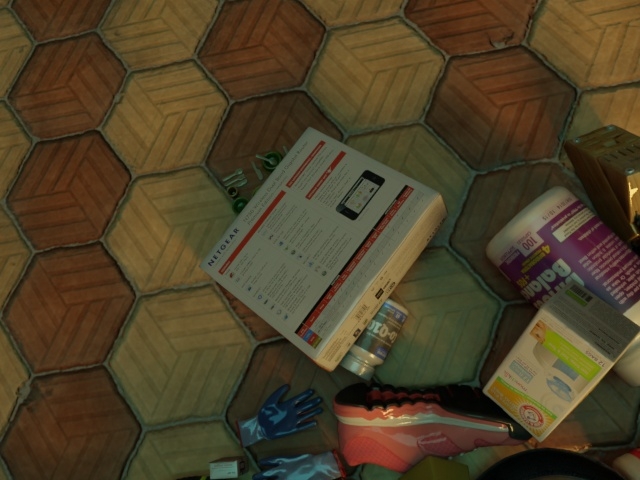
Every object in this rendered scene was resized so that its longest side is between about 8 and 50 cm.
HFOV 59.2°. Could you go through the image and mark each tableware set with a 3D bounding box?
[{"bbox_3d":[-0.114,-0.117,1.102,0.154,0.024,0.104,-27,73,1],"label":"tableware set"}]

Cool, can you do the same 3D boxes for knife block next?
[{"bbox_3d":[0.533,-0.044,0.957,0.088,0.242,0.275,-20,28,3],"label":"knife block"}]

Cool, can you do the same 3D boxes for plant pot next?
[{"bbox_3d":[0.179,0.389,0.851,0.081,0.082,0.083,-52,27,32],"label":"plant pot"}]

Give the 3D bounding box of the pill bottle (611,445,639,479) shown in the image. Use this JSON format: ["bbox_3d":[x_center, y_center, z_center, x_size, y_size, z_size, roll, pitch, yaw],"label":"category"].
[{"bbox_3d":[0.602,0.323,0.786,0.319,0.176,0.176,-27,73,2],"label":"pill bottle"}]

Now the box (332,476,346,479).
[{"bbox_3d":[0.022,0.561,0.792,0.191,0.143,0.381,-23,86,2],"label":"box"}]

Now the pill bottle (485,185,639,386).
[{"bbox_3d":[0.422,0.073,0.887,0.169,0.169,0.301,-39,72,-3],"label":"pill bottle"}]

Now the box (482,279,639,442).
[{"bbox_3d":[0.342,0.177,0.816,0.103,0.203,0.114,-25,55,-38],"label":"box"}]

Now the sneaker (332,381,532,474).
[{"bbox_3d":[0.176,0.313,0.912,0.314,0.116,0.136,2,99,7],"label":"sneaker"}]

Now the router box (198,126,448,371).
[{"bbox_3d":[0.000,0.000,0.981,0.301,0.082,0.335,34,83,32],"label":"router box"}]

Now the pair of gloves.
[{"bbox_3d":[-0.055,0.345,0.950,0.160,0.023,0.198,-20,61,-5],"label":"pair of gloves"}]

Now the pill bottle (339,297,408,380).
[{"bbox_3d":[0.087,0.164,0.964,0.078,0.078,0.137,26,81,15],"label":"pill bottle"}]

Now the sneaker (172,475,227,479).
[{"bbox_3d":[-0.277,0.512,0.919,0.385,0.145,0.147,-16,113,-5],"label":"sneaker"}]

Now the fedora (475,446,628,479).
[{"bbox_3d":[0.295,0.449,0.749,0.334,0.153,0.333,-9,76,40],"label":"fedora"}]

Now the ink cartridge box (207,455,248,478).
[{"bbox_3d":[-0.155,0.380,0.942,0.048,0.083,0.028,-8,74,8],"label":"ink cartridge box"}]
